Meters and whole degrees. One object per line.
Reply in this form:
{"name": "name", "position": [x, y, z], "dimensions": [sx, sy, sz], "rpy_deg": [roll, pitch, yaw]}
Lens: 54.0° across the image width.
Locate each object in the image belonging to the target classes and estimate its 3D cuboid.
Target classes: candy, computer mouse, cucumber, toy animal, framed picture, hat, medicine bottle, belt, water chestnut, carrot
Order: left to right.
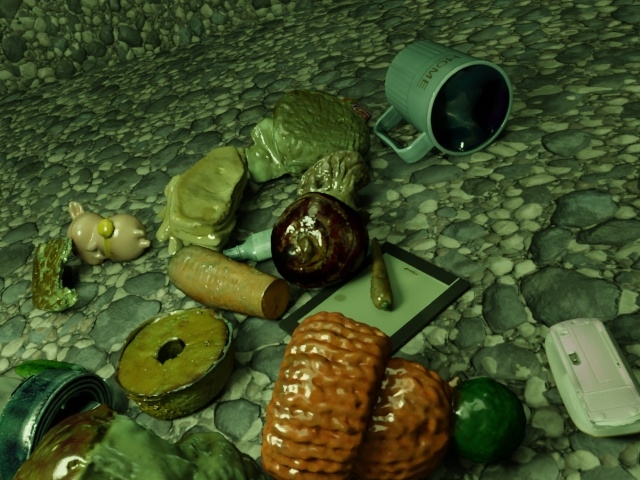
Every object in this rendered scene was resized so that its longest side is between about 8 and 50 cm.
{"name": "cucumber", "position": [-0.589, 0.297, 1.410], "dimensions": [0.250, 0.056, 0.056], "rpy_deg": [3, 40, 28]}
{"name": "belt", "position": [-0.482, 0.346, 1.171], "dimensions": [0.116, 0.206, 0.267], "rpy_deg": [0, 33, 17]}
{"name": "toy animal", "position": [-0.584, -0.011, 1.728], "dimensions": [0.248, 0.165, 0.149], "rpy_deg": [8, 38, 21]}
{"name": "carrot", "position": [-0.220, 0.101, 1.452], "dimensions": [0.302, 0.138, 0.139], "rpy_deg": [20, 50, 33]}
{"name": "medicine bottle", "position": [-0.143, 0.012, 1.600], "dimensions": [0.209, 0.053, 0.090], "rpy_deg": [-19, 37, 1]}
{"name": "water chestnut", "position": [0.000, 0.000, 1.431], "dimensions": [0.224, 0.238, 0.223], "rpy_deg": [-6, 78, 28]}
{"name": "candy", "position": [0.031, -0.418, 2.078], "dimensions": [0.124, 0.124, 0.365], "rpy_deg": [-31, 30, -18]}
{"name": "framed picture", "position": [0.113, 0.141, 1.359], "dimensions": [0.347, 0.016, 0.265], "rpy_deg": [-36, 40, -24]}
{"name": "carrot", "position": [0.130, 0.067, 1.401], "dimensions": [0.049, 0.049, 0.254], "rpy_deg": [-11, 34, 8]}
{"name": "hat", "position": [0.111, 0.296, 1.031], "dimensions": [0.400, 0.285, 0.285], "rpy_deg": [19, 41, -3]}
{"name": "computer mouse", "position": [0.464, 0.230, 1.061], "dimensions": [0.126, 0.056, 0.245], "rpy_deg": [-13, 37, 7]}

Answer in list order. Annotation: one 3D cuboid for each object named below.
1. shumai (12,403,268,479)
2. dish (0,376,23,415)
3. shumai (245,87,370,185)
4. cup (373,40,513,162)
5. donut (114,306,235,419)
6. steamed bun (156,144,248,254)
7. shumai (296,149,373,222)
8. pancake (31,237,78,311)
{"name": "shumai", "position": [-0.264, 0.393, 0.853], "dimensions": [0.324, 0.323, 0.397], "rpy_deg": [-39, 28, 10]}
{"name": "dish", "position": [-0.744, 0.360, 1.377], "dimensions": [0.191, 0.066, 0.190], "rpy_deg": [-11, 36, 8]}
{"name": "shumai", "position": [-0.044, -0.258, 1.828], "dimensions": [0.330, 0.288, 0.292], "rpy_deg": [-5, 59, -33]}
{"name": "cup", "position": [0.341, -0.390, 1.813], "dimensions": [0.257, 0.331, 0.311], "rpy_deg": [7, 26, -25]}
{"name": "donut", "position": [-0.295, 0.254, 1.309], "dimensions": [0.272, 0.107, 0.272], "rpy_deg": [-9, 32, 6]}
{"name": "steamed bun", "position": [-0.341, -0.094, 1.748], "dimensions": [0.247, 0.189, 0.428], "rpy_deg": [8, 38, -4]}
{"name": "shumai", "position": [0.052, -0.120, 1.617], "dimensions": [0.206, 0.166, 0.175], "rpy_deg": [-40, 44, 12]}
{"name": "pancake", "position": [-0.708, 0.079, 1.686], "dimensions": [0.197, 0.054, 0.376], "rpy_deg": [-56, 40, 12]}
